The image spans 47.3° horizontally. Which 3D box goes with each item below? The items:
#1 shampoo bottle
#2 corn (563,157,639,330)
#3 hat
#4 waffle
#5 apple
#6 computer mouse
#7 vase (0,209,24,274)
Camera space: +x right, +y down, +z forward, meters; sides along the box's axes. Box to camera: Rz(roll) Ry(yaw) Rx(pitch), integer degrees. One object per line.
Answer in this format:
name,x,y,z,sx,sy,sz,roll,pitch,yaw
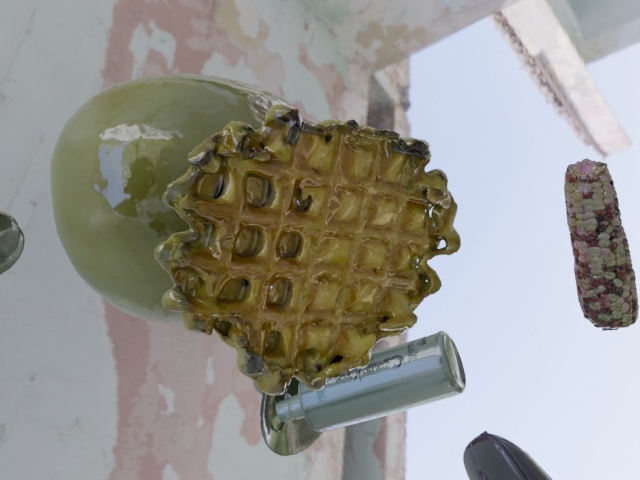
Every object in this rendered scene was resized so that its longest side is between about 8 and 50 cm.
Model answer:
shampoo bottle,0.058,0.198,0.978,0.085,0.263,0.085,52,-154,-39
corn,0.441,0.012,1.154,0.092,0.092,0.280,-40,-61,-58
hat,-0.052,0.214,1.200,0.252,0.110,0.251,-29,-53,-47
waffle,0.002,0.001,0.634,0.280,0.060,0.262,-39,-61,-16
apple,-0.233,-0.080,1.303,0.474,0.474,0.473,35,-134,-45
computer mouse,0.247,0.315,0.808,0.057,0.120,0.232,-36,-105,-28
vase,-0.441,-0.092,0.812,0.321,0.174,0.173,88,-171,-50
